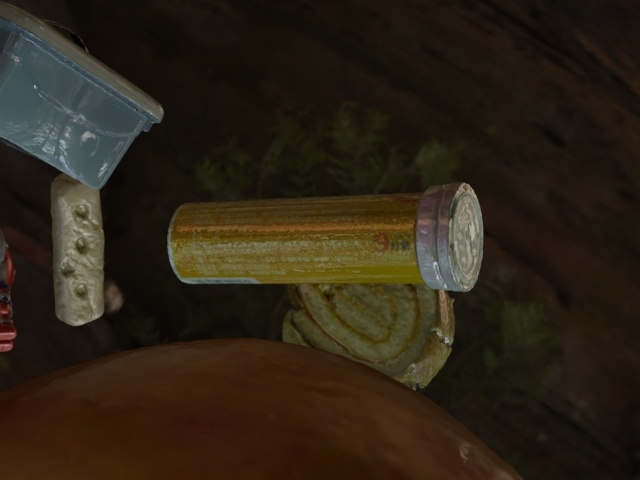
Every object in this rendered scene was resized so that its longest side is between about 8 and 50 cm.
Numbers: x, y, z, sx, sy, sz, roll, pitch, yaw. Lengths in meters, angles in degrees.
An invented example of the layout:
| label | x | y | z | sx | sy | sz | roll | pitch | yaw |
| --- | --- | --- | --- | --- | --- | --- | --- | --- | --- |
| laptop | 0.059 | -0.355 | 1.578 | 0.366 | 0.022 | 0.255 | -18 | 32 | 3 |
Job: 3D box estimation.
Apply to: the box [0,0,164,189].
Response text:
| label | x | y | z | sx | sy | sz | roll | pitch | yaw |
| --- | --- | --- | --- | --- | --- | --- | --- | --- | --- |
| box | -0.279 | -0.152 | 1.204 | 0.162 | 0.130 | 0.227 | 26 | 176 | 36 |

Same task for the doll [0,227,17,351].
| label | x | y | z | sx | sy | sz | roll | pitch | yaw |
| --- | --- | --- | --- | --- | --- | --- | --- | --- | --- |
| doll | -0.430 | 0.055 | 1.614 | 0.062 | 0.104 | 0.194 | -12 | -123 | -12 |

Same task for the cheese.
| label | x | y | z | sx | sy | sz | roll | pitch | yaw |
| --- | --- | --- | --- | --- | --- | --- | --- | --- | --- |
| cheese | -0.296 | 0.011 | 1.506 | 0.065 | 0.194 | 0.043 | -10 | -157 | -28 |

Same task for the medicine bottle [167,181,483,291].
| label | x | y | z | sx | sy | sz | roll | pitch | yaw |
| --- | --- | --- | --- | --- | --- | --- | --- | --- | --- |
| medicine bottle | 0.000 | 0.000 | 0.862 | 0.218 | 0.074 | 0.074 | -1 | 177 | 25 |

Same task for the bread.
| label | x | y | z | sx | sy | sz | roll | pitch | yaw |
| --- | --- | --- | --- | --- | --- | --- | --- | --- | --- |
| bread | 0.039 | 0.067 | 1.060 | 0.156 | 0.117 | 0.064 | 29 | 166 | 26 |

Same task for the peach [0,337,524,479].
| label | x | y | z | sx | sy | sz | roll | pitch | yaw |
| --- | --- | --- | --- | --- | --- | --- | --- | --- | --- |
| peach | -0.038 | 0.189 | 0.432 | 0.332 | 0.307 | 0.308 | 33 | -169 | 10 |
